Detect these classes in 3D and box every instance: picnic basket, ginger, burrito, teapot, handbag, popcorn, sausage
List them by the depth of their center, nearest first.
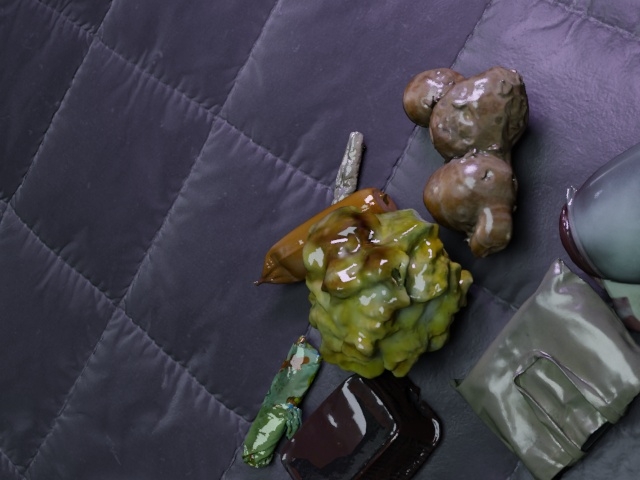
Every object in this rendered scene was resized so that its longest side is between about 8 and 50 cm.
[{"bbox_3d":[0.544,-0.008,1.436,0.312,0.233,0.315,-26,94,34],"label":"teapot"},{"bbox_3d":[0.384,0.224,1.525,0.253,0.109,0.316,50,119,26],"label":"handbag"},{"bbox_3d":[0.105,0.099,1.640,0.312,0.312,0.312,-7,76,31],"label":"popcorn"},{"bbox_3d":[0.268,-0.150,1.655,0.256,0.176,0.375,-19,71,47],"label":"ginger"},{"bbox_3d":[0.060,0.376,1.694,0.297,0.129,0.222,-49,61,16],"label":"picnic basket"},{"bbox_3d":[0.003,0.004,1.818,0.328,0.112,0.112,-31,65,24],"label":"sausage"},{"bbox_3d":[-0.067,0.333,1.832,0.104,0.054,0.288,30,95,31],"label":"burrito"},{"bbox_3d":[0.054,-0.125,1.855,0.045,0.041,0.186,11,89,25],"label":"burrito"}]
